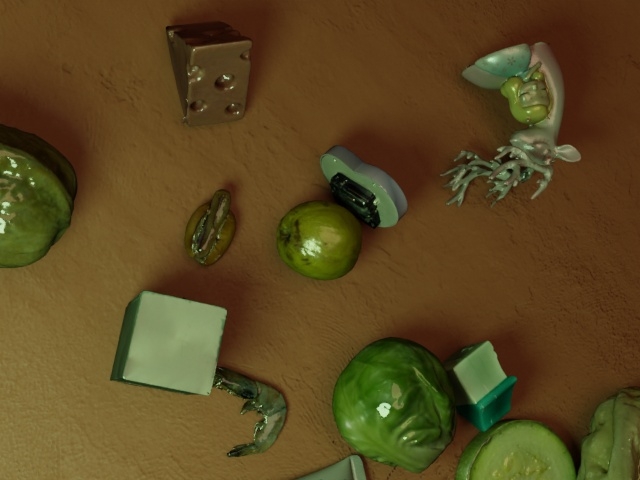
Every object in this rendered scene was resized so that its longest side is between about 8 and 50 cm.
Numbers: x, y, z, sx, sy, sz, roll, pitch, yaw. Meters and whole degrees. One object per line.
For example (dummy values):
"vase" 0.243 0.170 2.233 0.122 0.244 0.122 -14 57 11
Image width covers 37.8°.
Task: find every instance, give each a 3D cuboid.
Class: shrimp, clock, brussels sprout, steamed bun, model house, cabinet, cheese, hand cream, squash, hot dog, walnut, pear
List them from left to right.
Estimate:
"walnut" -0.540 -0.082 1.530 0.282 0.283 0.227 22 45 -14
"cabinet" -0.262 0.178 1.593 0.145 0.206 0.150 14 76 -16
"cheese" -0.217 -0.343 1.734 0.128 0.203 0.177 -13 56 -18
"hot dog" -0.198 -0.024 1.729 0.089 0.060 0.140 34 68 -15
"shrimp" -0.158 0.315 1.701 0.195 0.035 0.148 27 76 -14
"hand cream" -0.047 0.493 1.685 0.314 0.089 0.140 -10 79 -29
"pear" 0.000 0.000 1.747 0.162 0.149 0.149 12 77 -20
"clock" 0.076 -0.084 1.782 0.198 0.172 0.064 35 67 30
"brussels sprout" 0.142 0.300 1.718 0.244 0.244 0.244 3 80 -18
"model house" 0.307 0.284 1.812 0.100 0.127 0.149 -32 89 -20
"squash" 0.391 0.483 1.848 0.252 0.049 0.252 3 81 -19
"steamed bun" 0.696 0.447 1.859 0.372 0.230 0.325 16 73 -19

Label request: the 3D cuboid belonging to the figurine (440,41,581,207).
"figurine" 0.377 -0.221 1.903 0.284 0.206 0.316 -12 79 -26
